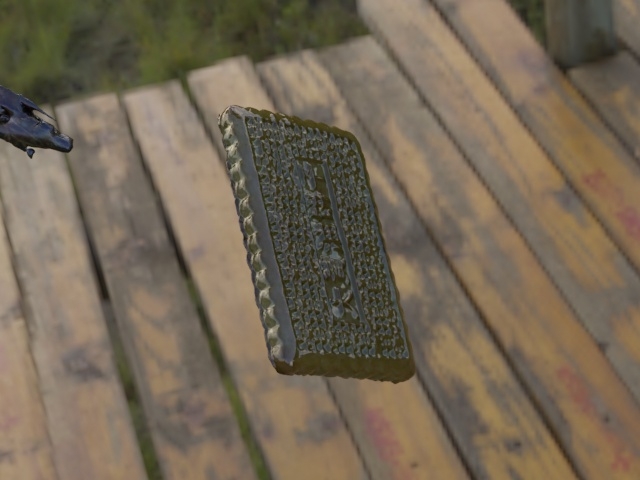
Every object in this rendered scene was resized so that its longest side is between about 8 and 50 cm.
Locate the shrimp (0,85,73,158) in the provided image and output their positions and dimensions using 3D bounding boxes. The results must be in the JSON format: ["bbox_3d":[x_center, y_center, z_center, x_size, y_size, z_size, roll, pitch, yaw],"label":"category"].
[{"bbox_3d":[-0.313,-0.073,1.330,0.195,0.148,0.035,24,8,-1],"label":"shrimp"}]

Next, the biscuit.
[{"bbox_3d":[0.000,0.000,1.393,0.172,0.029,0.255,9,59,-44],"label":"biscuit"}]
